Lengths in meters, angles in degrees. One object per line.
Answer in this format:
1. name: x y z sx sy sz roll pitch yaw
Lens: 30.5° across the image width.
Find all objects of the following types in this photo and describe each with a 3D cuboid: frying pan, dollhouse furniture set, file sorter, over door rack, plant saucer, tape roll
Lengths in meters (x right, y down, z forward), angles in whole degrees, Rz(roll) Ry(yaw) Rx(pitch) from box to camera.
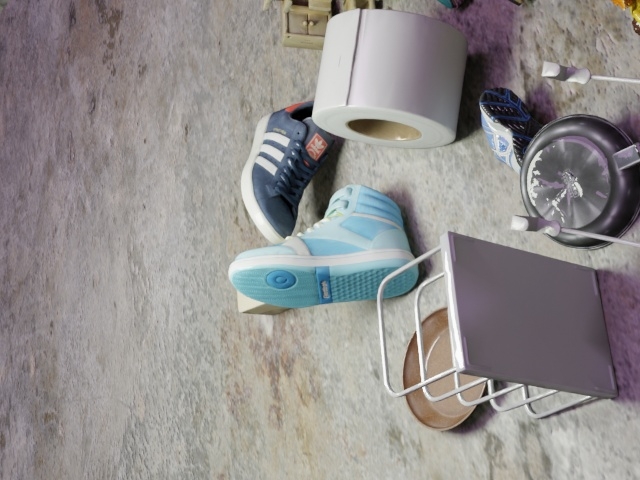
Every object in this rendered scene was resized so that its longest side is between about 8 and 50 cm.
1. frying pan: 0.417 -0.082 1.643 0.326 0.053 0.197 1 97 40
2. dollhouse furniture set: -0.008 -0.503 2.267 0.242 0.212 0.161 120 151 -63
3. file sorter: 0.241 0.131 1.632 0.173 0.278 0.193 -34 51 48
4. over door rack: 0.436 -0.101 1.548 0.324 0.108 0.239 13 96 34
5. plant saucer: 0.206 0.203 1.852 0.198 0.036 0.198 -23 59 47
6. tape roll: 0.117 -0.265 1.971 0.246 0.246 0.169 -3 76 53

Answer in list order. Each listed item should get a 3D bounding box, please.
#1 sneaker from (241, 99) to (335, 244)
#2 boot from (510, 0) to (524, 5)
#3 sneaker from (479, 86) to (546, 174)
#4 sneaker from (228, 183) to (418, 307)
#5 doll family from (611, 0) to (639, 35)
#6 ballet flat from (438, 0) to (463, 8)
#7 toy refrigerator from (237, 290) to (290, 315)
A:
1. sneaker: -0.049 -0.144 2.204 0.148 0.131 0.350 -24 40 24
2. boot: 0.346 -0.492 1.897 0.137 0.077 0.198 -22 61 42
3. sneaker: 0.316 -0.143 1.815 0.081 0.080 0.211 86 160 -55
4. sneaker: 0.000 0.000 2.024 0.127 0.319 0.208 96 172 -52
5. doll family: 0.480 -0.395 1.632 0.163 0.118 0.263 23 97 55
6. ballet flat: 0.194 -0.479 2.100 0.079 0.077 0.221 -42 45 -11
7. toy refrigerator: -0.043 0.061 2.199 0.269 0.094 0.102 -24 66 48
